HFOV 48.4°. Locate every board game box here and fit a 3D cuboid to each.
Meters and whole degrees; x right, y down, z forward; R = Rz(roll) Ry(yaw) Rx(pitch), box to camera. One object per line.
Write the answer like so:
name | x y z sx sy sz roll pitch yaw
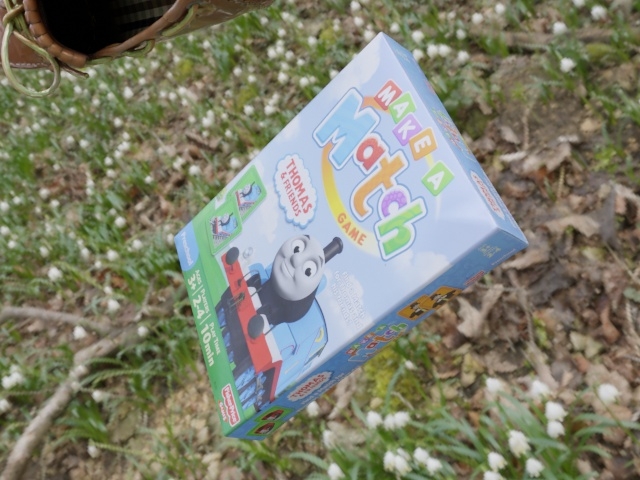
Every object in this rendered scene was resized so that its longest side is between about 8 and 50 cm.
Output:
board game box | 0.000 0.000 0.439 0.211 0.160 0.039 -41 -39 24

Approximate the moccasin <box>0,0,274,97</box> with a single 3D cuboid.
moccasin | -0.209 -0.208 0.625 0.380 0.139 0.147 8 29 35
